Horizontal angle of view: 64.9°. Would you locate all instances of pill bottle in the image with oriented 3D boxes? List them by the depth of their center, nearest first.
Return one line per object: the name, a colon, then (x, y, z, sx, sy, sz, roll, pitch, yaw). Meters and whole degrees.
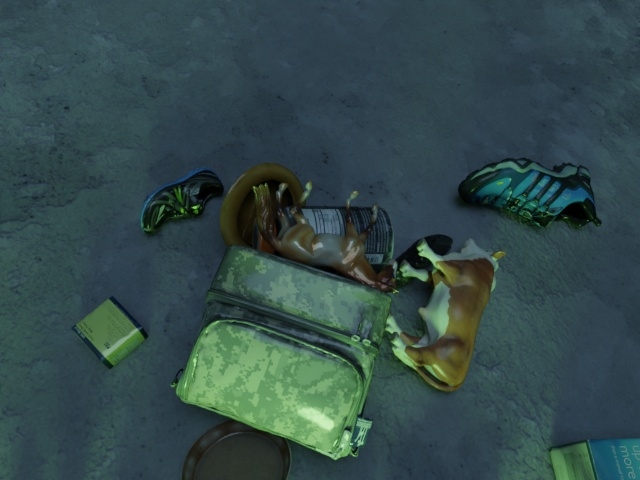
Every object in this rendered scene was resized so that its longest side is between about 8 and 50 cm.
pill bottle: (0.000, 0.000, 0.931, 0.246, 0.130, 0.130, 0, 62, -16)

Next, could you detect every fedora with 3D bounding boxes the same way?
fedora: (-0.121, -0.058, 0.978, 0.194, 0.194, 0.079, -36, 31, -22)

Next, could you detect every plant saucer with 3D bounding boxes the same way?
plant saucer: (-0.127, 0.350, 0.772, 0.169, 0.029, 0.168, -3, 33, 2)

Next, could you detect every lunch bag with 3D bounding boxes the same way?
lunch bag: (-0.053, 0.180, 0.810, 0.305, 0.212, 0.256, 19, 71, 2)

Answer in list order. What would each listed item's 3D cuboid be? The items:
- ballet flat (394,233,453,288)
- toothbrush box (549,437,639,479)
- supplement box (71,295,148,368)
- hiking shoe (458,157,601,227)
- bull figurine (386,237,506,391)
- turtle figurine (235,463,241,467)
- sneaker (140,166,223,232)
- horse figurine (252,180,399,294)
ballet flat: (0.199, 0.036, 1.010, 0.173, 0.049, 0.057, -29, 45, -26)
toothbrush box: (0.549, 0.427, 0.787, 0.296, 0.126, 0.216, 2, 62, -7)
supplement box: (-0.360, 0.158, 0.865, 0.083, 0.056, 0.083, 40, 65, 14)
hiking shoe: (0.445, -0.093, 1.058, 0.304, 0.113, 0.132, -2, 62, -8)
bull figurine: (0.230, 0.109, 0.919, 0.188, 0.101, 0.310, 24, 64, -11)
turtle figurine: (-0.029, 0.439, 0.726, 0.217, 0.087, 0.269, 0, 42, -17)
sneaker: (-0.272, -0.076, 0.994, 0.078, 0.067, 0.188, 41, 62, 21)
horse figurine: (0.005, -0.010, 0.831, 0.263, 0.066, 0.174, 13, 66, -15)
